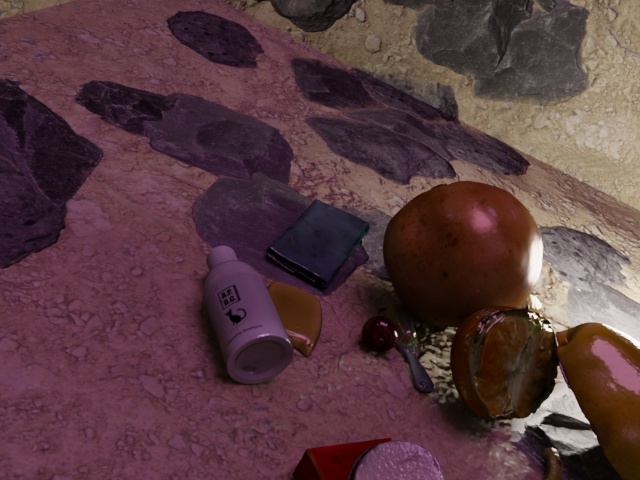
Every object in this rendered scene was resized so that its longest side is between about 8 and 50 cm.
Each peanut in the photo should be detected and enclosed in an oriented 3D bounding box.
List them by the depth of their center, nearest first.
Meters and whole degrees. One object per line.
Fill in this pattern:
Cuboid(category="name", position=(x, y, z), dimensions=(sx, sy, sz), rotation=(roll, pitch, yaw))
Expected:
Cuboid(category="peanut", position=(0.545, 0.174, 2.253), dimensions=(0.214, 0.099, 0.099), rotation=(0, 38, -27))

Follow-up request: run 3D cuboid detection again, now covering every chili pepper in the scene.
Cuboid(category="chili pepper", position=(0.496, 0.517, 1.719), dimensions=(0.049, 0.043, 0.208), rotation=(42, 32, 4))

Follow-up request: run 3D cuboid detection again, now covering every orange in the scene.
Cuboid(category="orange", position=(0.413, 0.283, 1.822), dimensions=(0.196, 0.262, 0.335), rotation=(-5, -8, 36))

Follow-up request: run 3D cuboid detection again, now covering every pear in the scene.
Cuboid(category="pear", position=(0.716, 0.354, 1.826), dimensions=(0.386, 0.191, 0.340), rotation=(58, 23, -10))

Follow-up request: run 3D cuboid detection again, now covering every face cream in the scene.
Cuboid(category="face cream", position=(-0.184, 0.131, 1.725), dimensions=(0.146, 0.145, 0.369), rotation=(5, 35, -30))

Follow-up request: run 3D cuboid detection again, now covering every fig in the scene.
Cuboid(category="fig", position=(0.137, 0.218, 1.903), dimensions=(0.089, 0.088, 0.125), rotation=(20, 6, -9))

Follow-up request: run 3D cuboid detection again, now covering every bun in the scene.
Cuboid(category="bun", position=(0.128, 0.430, 1.330), dimensions=(0.173, 0.119, 0.172), rotation=(-2, 58, 3))

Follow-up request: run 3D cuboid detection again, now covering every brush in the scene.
Cuboid(category="brush", position=(0.218, 0.246, 1.921), dimensions=(0.068, 0.060, 0.296), rotation=(11, 32, -27))

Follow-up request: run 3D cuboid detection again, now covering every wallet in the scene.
Cuboid(category="wallet", position=(0.000, 0.000, 2.163), dimensions=(0.191, 0.046, 0.379), rotation=(28, 31, 8))

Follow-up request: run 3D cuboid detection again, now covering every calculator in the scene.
Cuboid(category="calculator", position=(-0.068, 0.171, 1.858), dimensions=(0.157, 0.033, 0.236), rotation=(19, 29, -8))

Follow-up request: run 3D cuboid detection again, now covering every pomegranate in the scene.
Cuboid(category="pomegranate", position=(0.344, 0.029, 1.998), dimensions=(0.417, 0.416, 0.416), rotation=(18, 31, -11))

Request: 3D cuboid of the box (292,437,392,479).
Cuboid(category="box", position=(0.106, 0.506, 1.402), dimensions=(0.198, 0.089, 0.313), rotation=(3, 36, -33))
